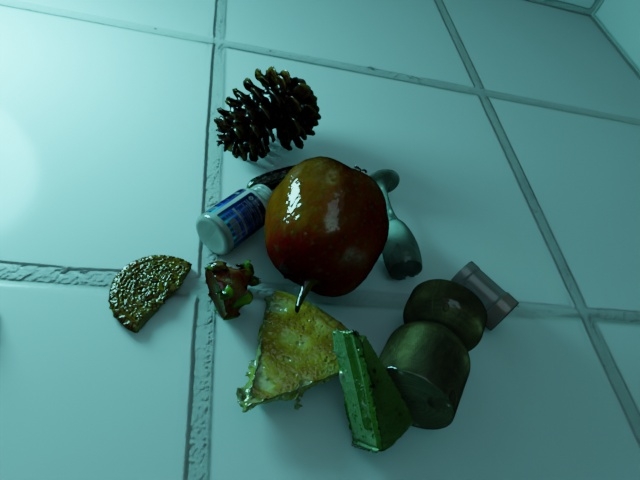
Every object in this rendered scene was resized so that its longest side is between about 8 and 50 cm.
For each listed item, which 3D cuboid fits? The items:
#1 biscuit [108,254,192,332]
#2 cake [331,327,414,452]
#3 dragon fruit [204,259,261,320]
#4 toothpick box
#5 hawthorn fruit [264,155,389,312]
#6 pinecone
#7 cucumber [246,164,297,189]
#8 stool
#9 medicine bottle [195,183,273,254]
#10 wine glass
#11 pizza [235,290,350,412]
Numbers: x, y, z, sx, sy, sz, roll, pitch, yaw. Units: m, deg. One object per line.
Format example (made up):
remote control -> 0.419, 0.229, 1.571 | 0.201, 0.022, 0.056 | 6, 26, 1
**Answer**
biscuit -> -0.370, 0.093, 1.123 | 0.126, 0.025, 0.206 | 28, 47, 5
cake -> 0.096, 0.269, 1.015 | 0.099, 0.100, 0.235 | -16, 94, -38
dragon fruit -> -0.191, 0.089, 1.117 | 0.142, 0.138, 0.175 | 20, 31, 29
toothpick box -> 0.395, 0.135, 1.308 | 0.098, 0.098, 0.149 | -29, 65, -36
hawthorn fruit -> 0.000, 0.000, 1.178 | 0.285, 0.284, 0.368 | 18, 59, -5
pinecone -> -0.150, -0.322, 1.429 | 0.292, 0.246, 0.246 | -38, 70, -19
cucumber -> -0.102, -0.165, 1.424 | 0.215, 0.052, 0.058 | -16, 93, -28
stool -> 0.229, 0.232, 1.113 | 0.179, 0.179, 0.264 | 30, 48, 7
medicine bottle -> -0.192, -0.057, 1.259 | 0.107, 0.107, 0.191 | 37, 49, 13
wine glass -> 0.107, -0.030, 1.395 | 0.265, 0.096, 0.309 | -10, 52, 2
pizza -> -0.071, 0.238, 1.079 | 0.280, 0.075, 0.288 | 38, 50, 19
